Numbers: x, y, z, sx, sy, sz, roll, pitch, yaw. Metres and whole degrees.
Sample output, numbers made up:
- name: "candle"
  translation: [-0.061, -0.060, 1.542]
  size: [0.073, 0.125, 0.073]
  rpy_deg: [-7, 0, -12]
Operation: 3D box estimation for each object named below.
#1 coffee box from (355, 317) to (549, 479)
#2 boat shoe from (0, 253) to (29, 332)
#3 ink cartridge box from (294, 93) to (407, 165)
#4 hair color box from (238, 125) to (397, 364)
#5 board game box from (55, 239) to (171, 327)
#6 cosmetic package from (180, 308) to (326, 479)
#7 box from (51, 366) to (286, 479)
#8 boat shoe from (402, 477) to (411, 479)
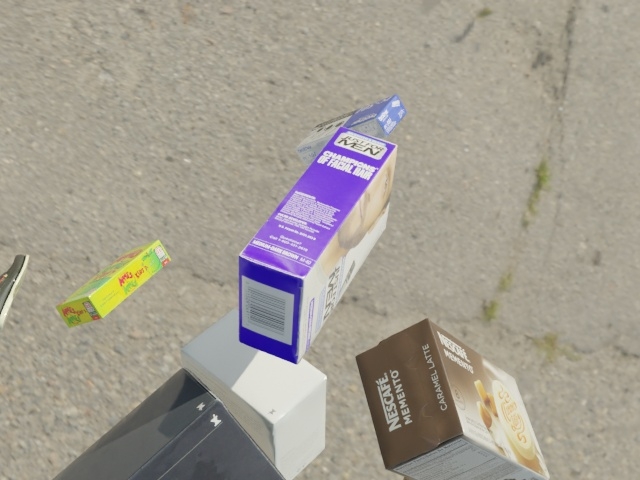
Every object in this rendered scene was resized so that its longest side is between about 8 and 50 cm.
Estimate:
- name: "coffee box"
  translation: [0.155, 0.203, 1.083]
  size: [0.098, 0.141, 0.246]
  rpy_deg: [-30, 143, 20]
- name: "boat shoe"
  translation: [-0.419, 0.063, 1.257]
  size: [0.042, 0.133, 0.049]
  rpy_deg: [19, 132, -9]
- name: "ink cartridge box"
  translation: [0.056, -0.209, 1.807]
  size: [0.046, 0.207, 0.097]
  rpy_deg: [58, 43, -19]
- name: "hair color box"
  translation: [0.000, 0.000, 1.432]
  size: [0.185, 0.110, 0.339]
  rpy_deg: [95, 20, -43]
- name: "board game box"
  translation: [-0.338, 0.070, 1.562]
  size: [0.043, 0.092, 0.181]
  rpy_deg: [60, 41, -15]
- name: "cosmetic package"
  translation: [-0.114, 0.280, 1.666]
  size: [0.138, 0.224, 0.224]
  rpy_deg: [-39, 148, -30]
- name: "box"
  translation: [-0.220, 0.429, 1.430]
  size: [0.343, 0.179, 0.312]
  rpy_deg: [-40, 114, -15]
- name: "boat shoe"
  translation: [0.256, 0.394, 1.824]
  size: [0.342, 0.123, 0.123]
  rpy_deg: [-38, 149, -66]
